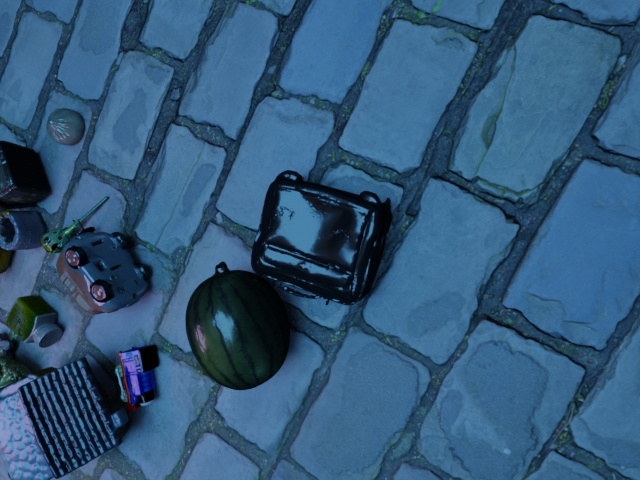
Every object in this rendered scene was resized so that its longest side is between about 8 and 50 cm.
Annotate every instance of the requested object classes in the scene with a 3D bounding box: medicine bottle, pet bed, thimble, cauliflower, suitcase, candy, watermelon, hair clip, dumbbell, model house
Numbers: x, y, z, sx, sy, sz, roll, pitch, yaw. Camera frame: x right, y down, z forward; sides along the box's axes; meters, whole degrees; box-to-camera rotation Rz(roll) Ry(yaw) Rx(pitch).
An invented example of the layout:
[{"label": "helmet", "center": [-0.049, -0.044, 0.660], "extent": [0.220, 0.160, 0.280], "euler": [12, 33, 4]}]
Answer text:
[{"label": "medicine bottle", "center": [-1.071, 0.311, 1.533], "extent": [0.189, 0.088, 0.131], "euler": [34, 100, 16]}, {"label": "pet bed", "center": [-1.149, -0.237, 1.515], "extent": [0.160, 0.183, 0.210], "euler": [-26, 84, 10]}, {"label": "thimble", "center": [-1.135, -0.038, 1.540], "extent": [0.127, 0.118, 0.151], "euler": [-20, 85, 17]}, {"label": "cauliflower", "center": [-1.213, 0.579, 1.490], "extent": [0.328, 0.280, 0.260], "euler": [10, 131, 4]}, {"label": "suitcase", "center": [0.000, 0.000, 1.143], "extent": [0.346, 0.188, 0.338], "euler": [17, 101, 16]}, {"label": "candy", "center": [-0.889, -0.064, 1.484], "extent": [0.306, 0.091, 0.083], "euler": [-40, 68, 7]}, {"label": "watermelon", "center": [-0.235, 0.236, 1.155], "extent": [0.279, 0.279, 0.358], "euler": [-18, 95, 17]}, {"label": "hair clip", "center": [-1.333, 0.436, 1.633], "extent": [0.258, 0.075, 0.146], "euler": [-2, 92, 12]}, {"label": "dumbbell", "center": [-0.828, -0.005, 1.458], "extent": [0.070, 0.069, 0.147], "euler": [-31, 90, 16]}, {"label": "model house", "center": [-0.824, 0.560, 1.364], "extent": [0.339, 0.297, 0.359], "euler": [-29, 82, 8]}]

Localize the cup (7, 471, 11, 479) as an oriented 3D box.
[{"label": "cup", "center": [-1.016, 0.773, 1.488], "extent": [0.224, 0.169, 0.176], "euler": [12, 99, -13]}]

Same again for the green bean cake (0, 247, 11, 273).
[{"label": "green bean cake", "center": [-1.354, 0.057, 1.556], "extent": [0.224, 0.230, 0.130], "euler": [21, 103, 20]}]

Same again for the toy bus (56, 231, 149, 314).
[{"label": "toy bus", "center": [-0.743, 0.121, 1.360], "extent": [0.232, 0.194, 0.287], "euler": [-33, 94, 24]}]

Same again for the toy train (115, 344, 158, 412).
[{"label": "toy train", "center": [-0.620, 0.465, 1.387], "extent": [0.131, 0.083, 0.203], "euler": [-14, 86, 16]}]

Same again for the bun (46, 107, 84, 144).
[{"label": "bun", "center": [-0.951, -0.422, 1.494], "extent": [0.139, 0.094, 0.138], "euler": [0, 92, 15]}]
